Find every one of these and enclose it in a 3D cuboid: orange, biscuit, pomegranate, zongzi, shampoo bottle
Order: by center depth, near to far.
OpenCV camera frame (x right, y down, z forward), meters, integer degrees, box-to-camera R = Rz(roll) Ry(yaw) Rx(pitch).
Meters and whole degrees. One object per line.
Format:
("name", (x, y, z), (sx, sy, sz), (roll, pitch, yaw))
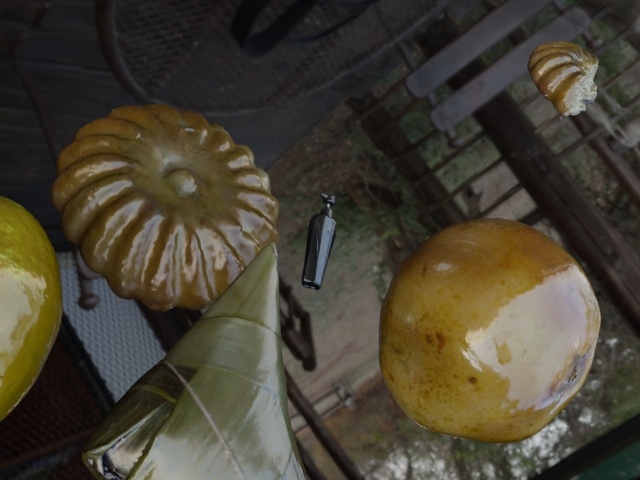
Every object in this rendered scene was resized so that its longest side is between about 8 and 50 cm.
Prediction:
("orange", (-0.380, 0.066, 0.694), (0.279, 0.279, 0.235), (-34, 135, 1))
("zongzi", (-0.046, 0.196, 0.812), (0.317, 0.289, 0.154), (-50, -179, -20))
("biscuit", (-0.200, -0.060, 1.052), (0.326, 0.326, 0.107), (-23, 165, -39))
("shampoo bottle", (0.000, 0.000, 1.052), (0.027, 0.137, 0.048), (-11, 147, 41))
("biscuit", (0.362, -0.245, 1.107), (0.061, 0.118, 0.183), (-44, 175, 39))
("pomegranate", (0.282, 0.164, 1.355), (0.417, 0.416, 0.416), (-32, 167, -8))
